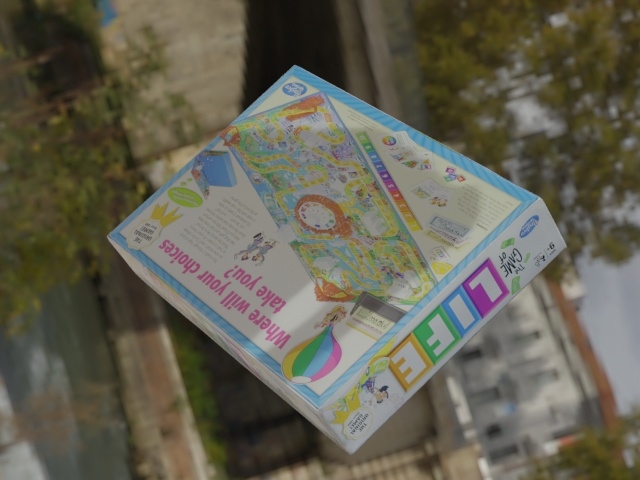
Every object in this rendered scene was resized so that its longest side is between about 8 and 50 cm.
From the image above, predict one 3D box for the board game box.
[{"bbox_3d":[0.000,0.000,0.595,0.154,0.103,0.026,35,-16,49],"label":"board game box"}]
